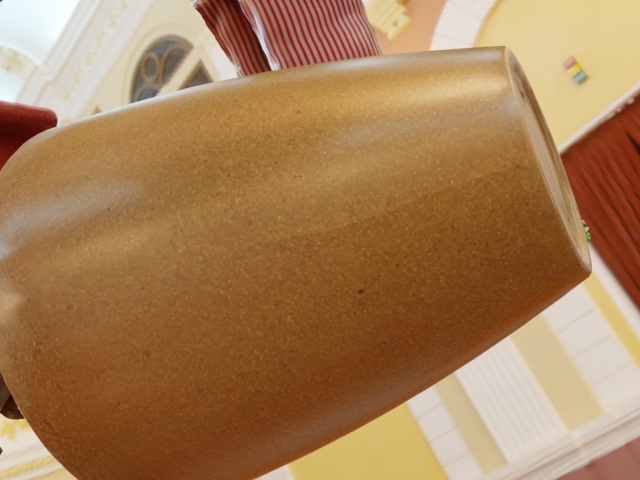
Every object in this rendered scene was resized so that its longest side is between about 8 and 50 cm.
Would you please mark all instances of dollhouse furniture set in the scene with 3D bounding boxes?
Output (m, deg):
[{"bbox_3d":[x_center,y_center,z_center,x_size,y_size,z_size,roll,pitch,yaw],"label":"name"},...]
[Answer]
[{"bbox_3d":[-0.111,-0.097,0.603,0.374,0.201,0.152,-30,12,-20],"label":"dollhouse furniture set"}]

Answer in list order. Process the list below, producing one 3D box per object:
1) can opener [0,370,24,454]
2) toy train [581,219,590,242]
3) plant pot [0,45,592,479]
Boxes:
[{"bbox_3d":[-0.233,0.080,0.508,0.283,0.095,0.076,-53,-17,23],"label":"can opener"},{"bbox_3d":[0.195,0.013,0.615,0.083,0.017,0.023,-46,-51,-29],"label":"toy train"},{"bbox_3d":[0.000,0.000,0.410,0.254,0.237,0.237,-21,-13,23],"label":"plant pot"}]
